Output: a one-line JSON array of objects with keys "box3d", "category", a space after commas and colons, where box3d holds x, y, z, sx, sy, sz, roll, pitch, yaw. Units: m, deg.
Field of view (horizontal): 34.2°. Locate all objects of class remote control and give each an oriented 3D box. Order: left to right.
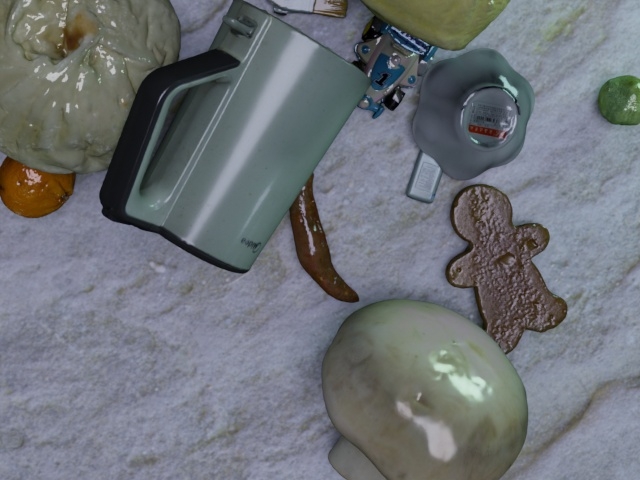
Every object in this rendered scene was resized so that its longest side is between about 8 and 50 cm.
[{"box3d": [0.188, -0.127, 1.795, 0.053, 0.018, 0.124, 16, 96, -8], "category": "remote control"}]

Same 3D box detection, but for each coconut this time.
[{"box3d": [0.528, -0.240, 1.788, 0.096, 0.088, 0.088, -6, 99, -1], "category": "coconut"}]

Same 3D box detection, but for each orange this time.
[{"box3d": [-0.451, -0.097, 1.662, 0.135, 0.135, 0.117, -42, 87, 1], "category": "orange"}]

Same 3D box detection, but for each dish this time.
[{"box3d": [0.270, -0.208, 1.744, 0.229, 0.081, 0.229, -4, 105, -15], "category": "dish"}]

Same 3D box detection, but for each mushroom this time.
[{"box3d": [0.154, 0.278, 1.695, 0.353, 0.325, 0.353, -3, 102, -14], "category": "mushroom"}]

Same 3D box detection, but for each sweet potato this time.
[{"box3d": [-0.008, 0.007, 1.773, 0.078, 0.058, 0.255, -27, 106, -23], "category": "sweet potato"}]

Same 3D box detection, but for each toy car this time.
[{"box3d": [0.108, -0.287, 1.721, 0.126, 0.098, 0.161, 33, 92, -8], "category": "toy car"}]

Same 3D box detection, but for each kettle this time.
[{"box3d": [-0.145, -0.166, 1.597, 0.250, 0.361, 0.377, 35, 98, 30], "category": "kettle"}]

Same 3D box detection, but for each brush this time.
[{"box3d": [-0.119, -0.423, 1.713, 0.336, 0.020, 0.085, 7, 98, -7], "category": "brush"}]

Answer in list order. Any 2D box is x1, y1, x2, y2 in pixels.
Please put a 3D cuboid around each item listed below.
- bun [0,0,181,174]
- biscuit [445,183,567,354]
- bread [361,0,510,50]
[{"box3d": [-0.375, -0.285, 1.562, 0.352, 0.227, 0.349, -13, 78, -19], "category": "bun"}, {"box3d": [0.314, 0.041, 1.820, 0.197, 0.049, 0.301, -26, 101, -7], "category": "biscuit"}, {"box3d": [0.154, -0.455, 1.600, 0.320, 0.320, 0.237, 26, 116, -10], "category": "bread"}]
